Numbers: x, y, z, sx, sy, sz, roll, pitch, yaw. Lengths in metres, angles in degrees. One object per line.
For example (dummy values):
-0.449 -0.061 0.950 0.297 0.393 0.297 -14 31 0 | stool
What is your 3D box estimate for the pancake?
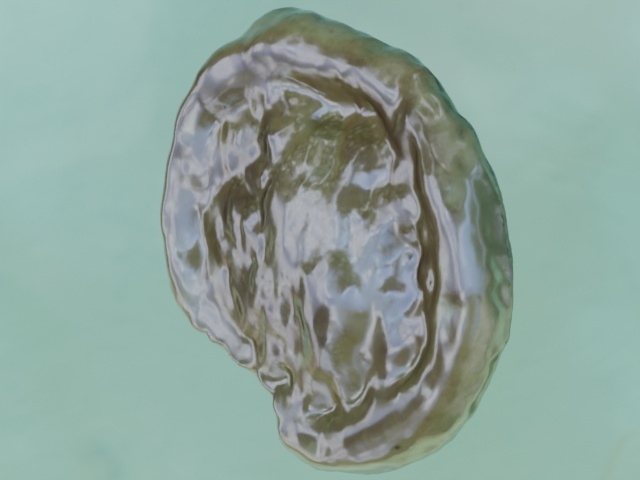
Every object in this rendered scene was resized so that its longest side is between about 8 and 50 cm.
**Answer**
-0.001 0.000 0.972 0.222 0.042 0.236 -44 62 41 | pancake
